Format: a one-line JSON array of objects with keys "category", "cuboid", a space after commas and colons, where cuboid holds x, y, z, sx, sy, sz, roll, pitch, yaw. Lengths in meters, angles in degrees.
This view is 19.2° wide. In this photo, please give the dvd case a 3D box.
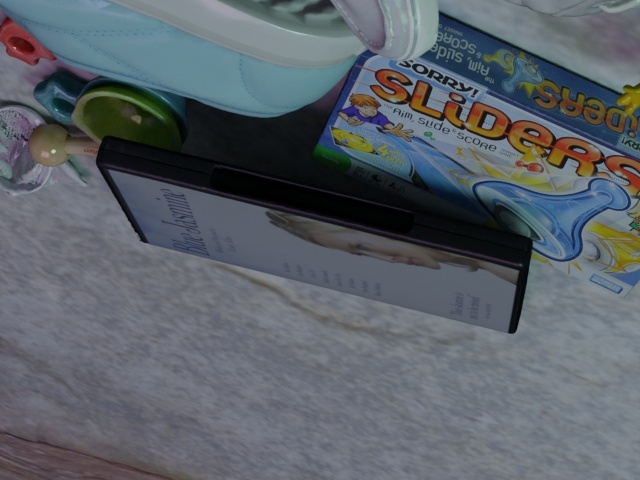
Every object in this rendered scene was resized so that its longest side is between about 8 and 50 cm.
[{"category": "dvd case", "cuboid": [0.000, 0.000, 1.141, 0.253, 0.022, 0.180, 14, 167, 7]}]

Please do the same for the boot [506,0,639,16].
[{"category": "boot", "cuboid": [0.150, -0.147, 0.820, 0.258, 0.095, 0.123, 20, 157, 22]}]

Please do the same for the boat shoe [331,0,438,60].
[{"category": "boat shoe", "cuboid": [-0.009, -0.156, 0.858, 0.066, 0.063, 0.184, 6, 126, 57]}]

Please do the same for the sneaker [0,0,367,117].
[{"category": "sneaker", "cuboid": [-0.149, -0.154, 0.949, 0.366, 0.135, 0.150, 27, 145, -7]}]

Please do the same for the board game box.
[{"category": "board game box", "cuboid": [0.106, -0.049, 1.045, 0.201, 0.035, 0.136, 24, 150, -2]}]

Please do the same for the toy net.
[{"category": "toy net", "cuboid": [-0.171, -0.073, 1.183, 0.122, 0.045, 0.232, 34, 149, -19]}]

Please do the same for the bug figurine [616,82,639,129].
[{"category": "bug figurine", "cuboid": [0.280, -0.051, 0.889, 0.216, 0.072, 0.279, 43, 150, -20]}]
